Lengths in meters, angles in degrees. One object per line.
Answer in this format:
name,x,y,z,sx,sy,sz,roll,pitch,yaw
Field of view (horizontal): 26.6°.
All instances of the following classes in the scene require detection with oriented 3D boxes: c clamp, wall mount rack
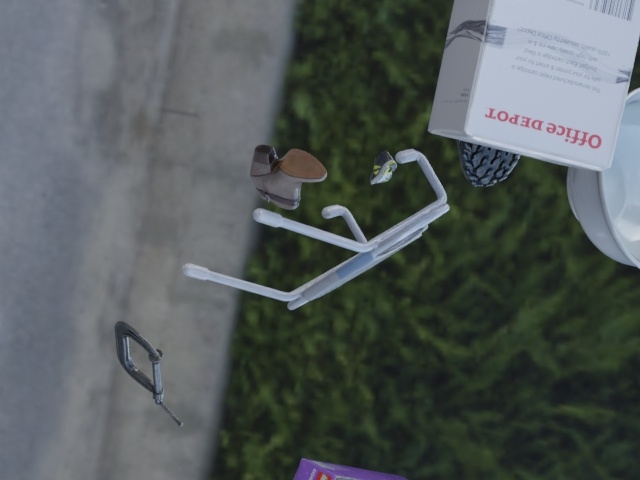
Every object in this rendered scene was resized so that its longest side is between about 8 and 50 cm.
c clamp,-0.254,0.188,2.001,0.022,0.137,0.161,-39,148,-28
wall mount rack,0.000,0.000,1.836,0.304,0.130,0.350,-27,175,-39

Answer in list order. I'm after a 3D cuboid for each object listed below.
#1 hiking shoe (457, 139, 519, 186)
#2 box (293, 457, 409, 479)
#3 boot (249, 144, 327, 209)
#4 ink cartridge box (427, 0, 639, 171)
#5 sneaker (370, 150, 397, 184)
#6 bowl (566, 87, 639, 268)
hiking shoe,0.265,-0.237,2.183,0.132,0.113,0.304,-107,-168,-61
box,0.027,0.389,1.704,0.293,0.057,0.201,25,87,-59
boot,-0.038,-0.073,1.683,0.042,0.118,0.087,-46,146,-30
ink cartridge box,0.263,-0.241,1.619,0.117,0.207,0.283,-165,-93,-69
sneaker,0.103,-0.121,2.250,0.083,0.031,0.035,-49,-123,58
bowl,0.481,-0.088,2.115,0.298,0.134,0.298,4,84,-41
